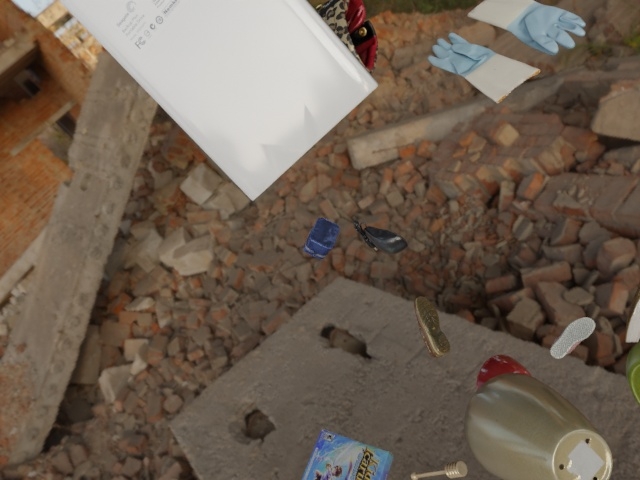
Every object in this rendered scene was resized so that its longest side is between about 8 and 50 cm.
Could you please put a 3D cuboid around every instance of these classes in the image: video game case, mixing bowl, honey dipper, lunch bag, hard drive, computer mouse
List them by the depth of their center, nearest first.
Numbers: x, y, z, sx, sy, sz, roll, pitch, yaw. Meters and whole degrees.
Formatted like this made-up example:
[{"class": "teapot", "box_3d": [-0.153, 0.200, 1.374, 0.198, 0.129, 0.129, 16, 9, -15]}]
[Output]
[{"class": "hard drive", "box_3d": [-0.116, -0.231, 0.608, 0.210, 0.318, 0.040, -40, 11, 18]}, {"class": "honey dipper", "box_3d": [0.245, 0.492, 1.096, 0.161, 0.031, 0.030, -44, 16, 49]}, {"class": "lunch bag", "box_3d": [0.000, 0.000, 1.319, 0.065, 0.067, 0.098, -57, 6, 52]}, {"class": "mixing bowl", "box_3d": [0.577, 0.443, 1.566, 0.181, 0.181, 0.098, -49, 12, -17]}, {"class": "video game case", "box_3d": [0.066, 0.750, 1.596, 0.245, 0.061, 0.269, 7, 57, 30]}, {"class": "computer mouse", "box_3d": [0.255, 0.006, 2.215, 0.272, 0.188, 0.072, 15, 66, 53]}]

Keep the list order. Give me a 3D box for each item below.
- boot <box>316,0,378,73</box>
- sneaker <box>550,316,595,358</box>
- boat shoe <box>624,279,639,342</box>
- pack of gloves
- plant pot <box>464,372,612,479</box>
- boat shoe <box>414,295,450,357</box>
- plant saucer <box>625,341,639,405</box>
[{"class": "boot", "box_3d": [-0.040, -0.383, 1.007, 0.284, 0.138, 0.377, -22, 50, 30]}, {"class": "sneaker", "box_3d": [0.641, 0.248, 1.326, 0.134, 0.070, 0.051, -47, 66, 8]}, {"class": "boat shoe", "box_3d": [0.914, 0.169, 1.416, 0.096, 0.276, 0.098, 17, 25, 24]}, {"class": "pack of gloves", "box_3d": [0.311, -0.327, 0.885, 0.195, 0.046, 0.232, -38, 44, 3]}, {"class": "plant pot", "box_3d": [0.492, 0.440, 1.135, 0.256, 0.256, 0.274, -45, 1, -9]}, {"class": "boat shoe", "box_3d": [0.301, 0.245, 1.456, 0.060, 0.064, 0.177, -52, 49, 50]}, {"class": "plant saucer", "box_3d": [0.699, 0.306, 1.006, 0.037, 0.240, 0.241, -27, 23, -18]}]
